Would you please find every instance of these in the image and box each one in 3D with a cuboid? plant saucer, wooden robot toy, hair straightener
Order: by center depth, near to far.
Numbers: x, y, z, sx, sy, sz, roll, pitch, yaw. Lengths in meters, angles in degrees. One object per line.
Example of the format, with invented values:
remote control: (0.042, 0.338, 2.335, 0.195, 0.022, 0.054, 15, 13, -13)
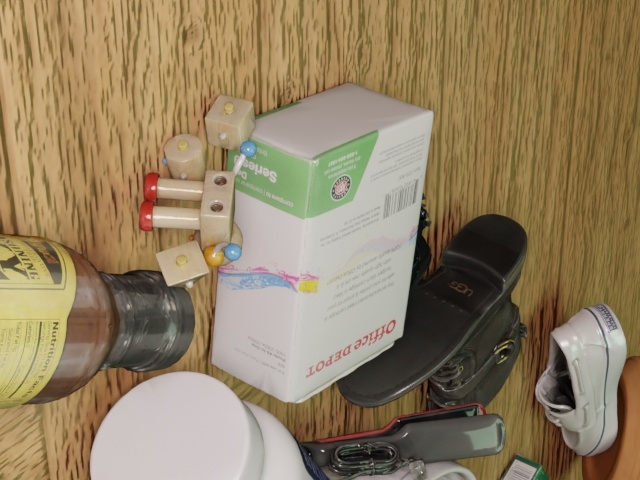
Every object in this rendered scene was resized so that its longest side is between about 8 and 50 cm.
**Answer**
wooden robot toy: (-0.084, -0.017, 1.163, 0.079, 0.076, 0.173, 84, 10, -51)
hair straightener: (0.062, 0.181, 1.452, 0.230, 0.089, 0.047, -1, 99, -22)
plant saucer: (0.355, 0.234, 1.963, 0.200, 0.037, 0.200, -169, -90, -82)

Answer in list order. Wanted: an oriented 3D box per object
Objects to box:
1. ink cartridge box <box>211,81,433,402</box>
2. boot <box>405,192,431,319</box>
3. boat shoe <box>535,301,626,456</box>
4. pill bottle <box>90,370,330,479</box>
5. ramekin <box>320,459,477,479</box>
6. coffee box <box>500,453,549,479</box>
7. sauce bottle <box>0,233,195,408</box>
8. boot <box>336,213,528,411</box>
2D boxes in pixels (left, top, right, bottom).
ink cartridge box: (0.000, 0.000, 1.295, 0.154, 0.093, 0.212, -26, 130, -46)
boot: (0.059, 0.017, 1.444, 0.121, 0.045, 0.099, -59, 151, -27)
boat shoe: (0.285, 0.167, 1.867, 0.084, 0.095, 0.258, -20, 138, -13)
pill bottle: (-0.067, 0.213, 1.273, 0.153, 0.153, 0.264, -56, 147, -17)
ramekin: (0.050, 0.285, 1.545, 0.207, 0.109, 0.207, -36, 138, -41)
coffee box: (0.208, 0.349, 1.895, 0.184, 0.040, 0.113, -57, 147, -17)
sauce bottle: (-0.206, 0.049, 0.998, 0.344, 0.111, 0.111, 4, 106, -60)
boot: (0.121, 0.118, 1.572, 0.263, 0.091, 0.229, -41, 149, -25)
